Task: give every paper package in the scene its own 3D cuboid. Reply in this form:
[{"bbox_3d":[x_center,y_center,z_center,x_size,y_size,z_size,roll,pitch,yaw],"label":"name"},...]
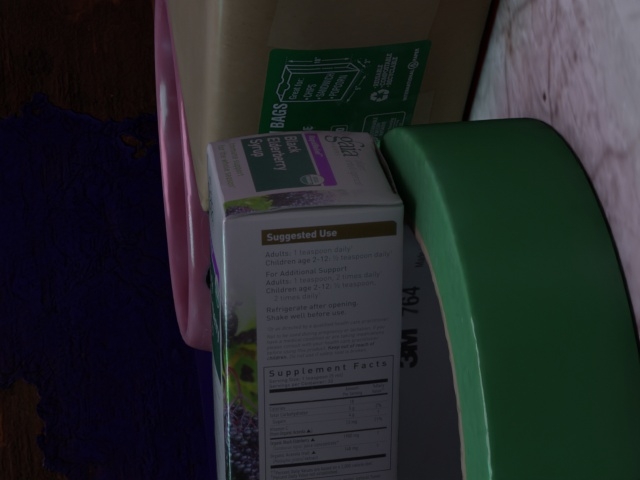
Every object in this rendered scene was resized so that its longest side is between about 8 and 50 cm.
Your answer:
[{"bbox_3d":[-0.006,-0.227,0.962,0.325,0.168,0.310,100,163,-56],"label":"paper package"}]

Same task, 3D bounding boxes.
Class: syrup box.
[{"bbox_3d":[-0.010,0.067,0.869,0.093,0.096,0.237,-110,17,-61],"label":"syrup box"}]

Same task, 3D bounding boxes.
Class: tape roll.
[{"bbox_3d":[0.083,0.097,0.846,0.321,0.077,0.321,175,90,-82],"label":"tape roll"}]

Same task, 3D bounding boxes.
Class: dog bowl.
[{"bbox_3d":[-0.065,-0.076,1.467,0.408,0.150,0.408,175,90,-81],"label":"dog bowl"}]
